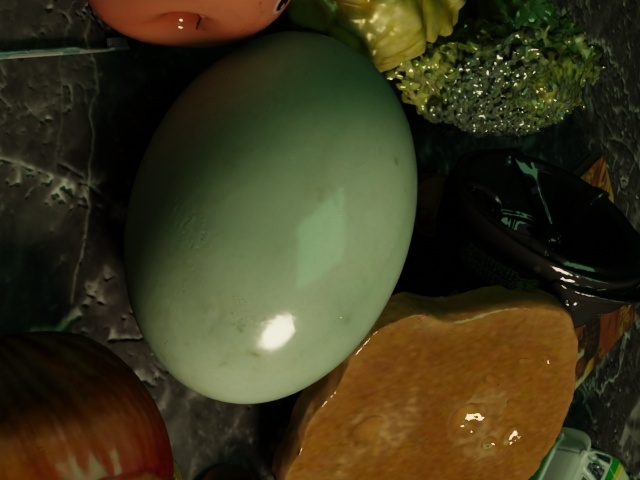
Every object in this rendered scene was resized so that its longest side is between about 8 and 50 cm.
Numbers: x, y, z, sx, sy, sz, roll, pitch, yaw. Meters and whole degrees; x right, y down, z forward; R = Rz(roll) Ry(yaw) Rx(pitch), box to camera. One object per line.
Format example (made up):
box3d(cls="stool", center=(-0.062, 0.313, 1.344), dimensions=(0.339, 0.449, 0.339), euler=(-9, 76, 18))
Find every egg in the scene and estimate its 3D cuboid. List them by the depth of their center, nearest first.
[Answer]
box3d(cls="egg", center=(-0.047, -0.028, 1.370), dimensions=(0.276, 0.276, 0.388), euler=(42, 55, -42))

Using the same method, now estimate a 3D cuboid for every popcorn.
box3d(cls="popcorn", center=(0.049, -0.298, 1.509), dimensions=(0.249, 0.225, 0.249), euler=(-6, 90, -73))

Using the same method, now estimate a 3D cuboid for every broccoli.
box3d(cls="broccoli", center=(0.180, -0.298, 1.682), dimensions=(0.353, 0.275, 0.397), euler=(-112, 176, -54))

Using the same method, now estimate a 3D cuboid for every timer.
box3d(cls="timer", center=(-0.121, -0.295, 1.318), dimensions=(0.230, 0.230, 0.214), euler=(26, 65, -47))

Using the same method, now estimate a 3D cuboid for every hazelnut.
box3d(cls="hazelnut", center=(-0.244, 0.188, 1.231), dimensions=(0.210, 0.210, 0.186), euler=(-46, 150, -39))

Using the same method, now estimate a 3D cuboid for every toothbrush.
box3d(cls="toothbrush", center=(-0.246, -0.184, 1.338), dimensions=(0.167, 0.011, 0.014), euler=(-14, 96, -49))

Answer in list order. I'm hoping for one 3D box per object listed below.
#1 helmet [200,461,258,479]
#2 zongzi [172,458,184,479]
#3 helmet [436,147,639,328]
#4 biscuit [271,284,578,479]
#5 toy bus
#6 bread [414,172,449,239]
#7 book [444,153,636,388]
box3d(cls="helmet", center=(-0.070, 0.326, 1.482), dimensions=(0.155, 0.106, 0.175), euler=(28, 66, -47))
box3d(cls="zongzi", center=(-0.211, 0.288, 1.361), dimensions=(0.178, 0.081, 0.189), euler=(-12, 70, -11))
box3d(cls="helmet", center=(0.252, 0.022, 1.661), dimensions=(0.230, 0.279, 0.160), euler=(-31, 157, -54))
box3d(cls="biscuit", center=(0.120, 0.207, 1.573), dimensions=(0.365, 0.062, 0.385), euler=(0, 126, -30))
box3d(cls="toy bus", center=(0.309, 0.388, 1.903), dimensions=(0.164, 0.134, 0.276), euler=(56, 51, -34))
box3d(cls="bread", center=(0.237, -0.028, 1.860), dimensions=(0.368, 0.077, 0.084), euler=(9, 82, -50))
box3d(cls="book", center=(0.279, 0.116, 1.867), dimensions=(0.428, 0.039, 0.300), euler=(-42, 131, -31))
